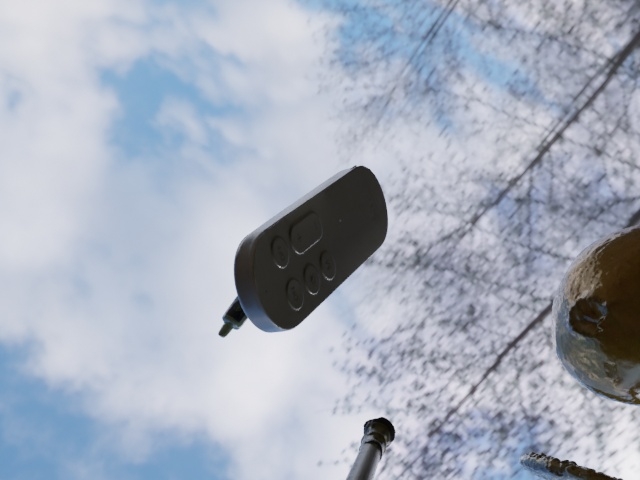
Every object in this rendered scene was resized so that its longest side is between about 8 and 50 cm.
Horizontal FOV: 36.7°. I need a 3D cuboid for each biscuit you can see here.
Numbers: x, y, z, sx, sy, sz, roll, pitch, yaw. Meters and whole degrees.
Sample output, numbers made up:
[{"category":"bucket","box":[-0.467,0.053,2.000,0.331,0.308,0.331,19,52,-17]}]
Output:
[{"category":"biscuit","box":[0.335,0.289,1.120,0.219,0.220,0.033,23,-102,-17]}]

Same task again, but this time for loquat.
[{"category":"loquat","box":[0.335,0.074,0.977,0.234,0.187,0.176,-3,-115,-34]}]

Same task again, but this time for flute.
[{"category":"flute","box":[0.023,0.157,0.610,0.027,0.027,0.233,39,-169,4]}]

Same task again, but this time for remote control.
[{"category":"remote control","box":[0.000,0.000,0.763,0.245,0.022,0.077,-38,-65,-59]}]

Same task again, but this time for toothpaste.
[{"category":"toothpaste","box":[-0.064,0.047,1.020,0.037,0.021,0.140,27,-114,22]}]
